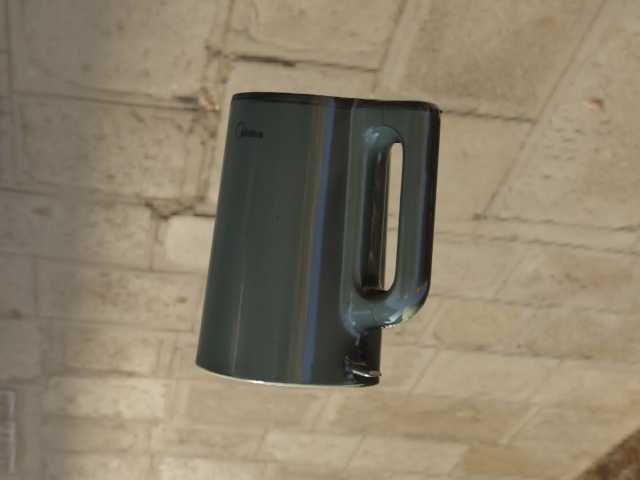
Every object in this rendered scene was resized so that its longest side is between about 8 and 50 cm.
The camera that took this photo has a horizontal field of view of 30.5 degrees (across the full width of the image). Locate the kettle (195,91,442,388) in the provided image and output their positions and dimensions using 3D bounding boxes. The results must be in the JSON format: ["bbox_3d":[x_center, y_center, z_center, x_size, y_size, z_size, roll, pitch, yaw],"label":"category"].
[{"bbox_3d":[-0.006,-0.001,0.606,0.098,0.148,0.127,6,-178,-15],"label":"kettle"}]
